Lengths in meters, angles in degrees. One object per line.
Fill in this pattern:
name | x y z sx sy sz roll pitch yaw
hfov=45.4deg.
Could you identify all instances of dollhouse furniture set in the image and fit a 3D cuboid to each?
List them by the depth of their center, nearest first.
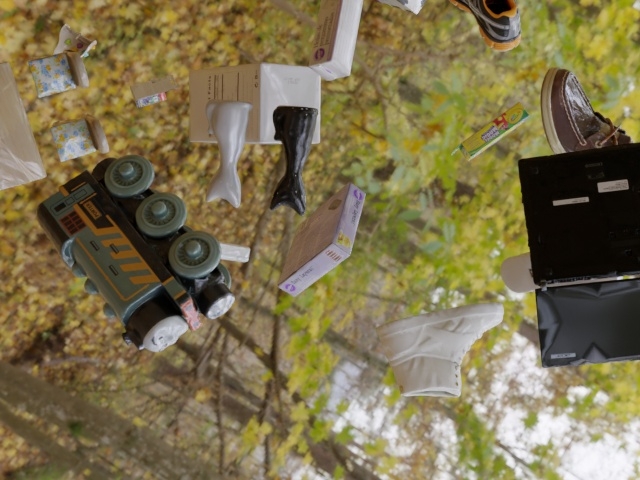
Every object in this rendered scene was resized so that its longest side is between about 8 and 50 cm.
dollhouse furniture set | -0.596 -0.275 1.337 0.362 0.394 0.256 -19 -158 -20

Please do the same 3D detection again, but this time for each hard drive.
hard drive | -0.385 0.002 1.907 0.353 0.233 0.047 12 87 -41

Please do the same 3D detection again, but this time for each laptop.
laptop | 0.390 0.021 0.994 0.136 0.234 0.264 41 44 -72

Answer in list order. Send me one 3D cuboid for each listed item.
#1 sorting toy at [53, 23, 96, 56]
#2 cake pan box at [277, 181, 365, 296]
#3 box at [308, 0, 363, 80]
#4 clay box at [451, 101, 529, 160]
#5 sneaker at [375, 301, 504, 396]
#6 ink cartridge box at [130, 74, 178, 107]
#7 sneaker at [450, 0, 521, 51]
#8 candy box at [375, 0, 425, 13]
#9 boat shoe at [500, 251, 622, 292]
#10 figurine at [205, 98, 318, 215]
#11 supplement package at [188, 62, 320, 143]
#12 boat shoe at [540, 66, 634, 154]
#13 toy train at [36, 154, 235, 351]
sorting toy | -0.541 -0.419 1.672 0.075 0.083 0.045 -55 168 -19
cake pan box | 0.000 0.000 2.077 0.267 0.070 0.246 -39 -158 39
box | 0.044 -0.484 1.544 0.067 0.063 0.324 25 70 -46
clay box | 0.468 -0.291 2.131 0.222 0.053 0.127 -36 176 7
sneaker | 0.256 0.220 1.500 0.292 0.169 0.108 -10 165 -27
ink cartridge box | -0.426 -0.385 1.973 0.115 0.063 0.029 -19 143 -13
sneaker | 0.285 -0.432 1.333 0.084 0.215 0.083 -30 157 -7
candy box | 0.053 -0.394 1.044 0.071 0.159 0.233 -54 -154 11
boat shoe | 0.496 0.054 1.532 0.102 0.108 0.301 -19 -178 -27
figurine | -0.120 -0.161 1.485 0.092 0.215 0.209 -53 149 -80
supplement package | -0.158 -0.314 1.794 0.177 0.293 0.175 -6 100 -40
boat shoe | 0.504 -0.174 1.382 0.123 0.342 0.123 -3 -138 42
toy train | -0.277 0.016 1.153 0.190 0.334 0.142 -36 156 -16
